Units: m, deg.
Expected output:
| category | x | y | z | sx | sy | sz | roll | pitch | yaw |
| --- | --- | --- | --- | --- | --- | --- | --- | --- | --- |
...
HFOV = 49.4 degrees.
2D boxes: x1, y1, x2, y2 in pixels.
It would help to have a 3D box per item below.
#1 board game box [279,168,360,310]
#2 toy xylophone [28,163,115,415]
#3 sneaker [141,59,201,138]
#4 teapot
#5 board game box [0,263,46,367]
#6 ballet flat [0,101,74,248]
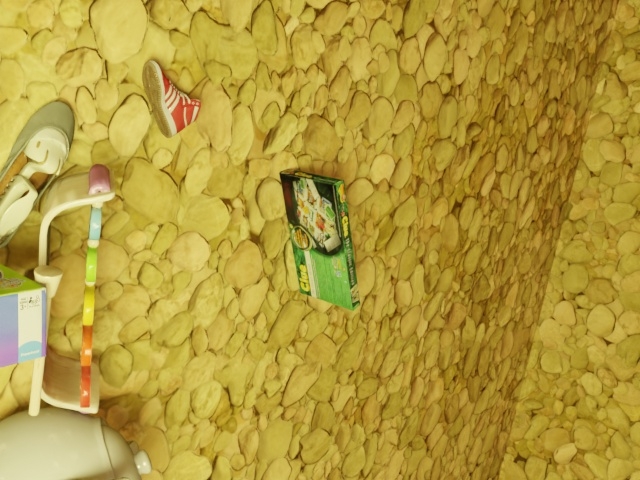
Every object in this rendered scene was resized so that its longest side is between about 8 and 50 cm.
| category | x | y | z | sx | sy | sz | roll | pitch | yaw |
| --- | --- | --- | --- | --- | --- | --- | --- | --- | --- |
| board game box | 0.000 | 0.000 | 1.277 | 0.030 | 0.136 | 0.259 | -37 | 130 | -41 |
| toy xylophone | -0.306 | 0.077 | 0.860 | 0.081 | 0.236 | 0.322 | 3 | 119 | -19 |
| sneaker | -0.215 | -0.215 | 1.015 | 0.067 | 0.042 | 0.118 | -37 | 137 | -32 |
| teapot | -0.314 | 0.321 | 0.910 | 0.187 | 0.256 | 0.252 | -19 | 132 | -17 |
| board game box | -0.478 | 0.078 | 0.653 | 0.347 | 0.233 | 0.078 | -10 | 110 | -49 |
| ballet flat | -0.361 | -0.079 | 0.869 | 0.213 | 0.068 | 0.072 | -61 | 140 | -16 |
